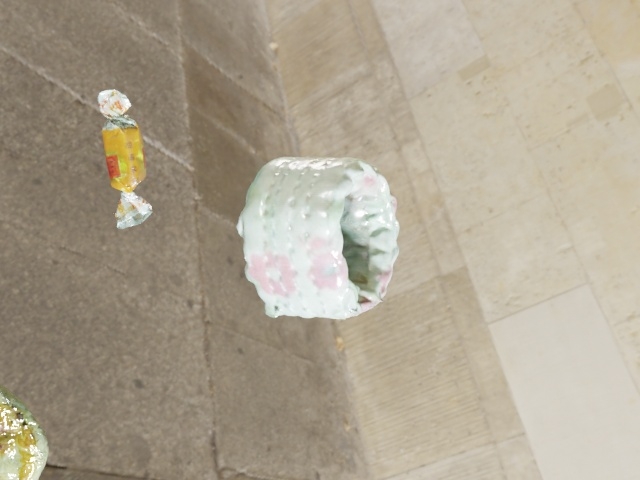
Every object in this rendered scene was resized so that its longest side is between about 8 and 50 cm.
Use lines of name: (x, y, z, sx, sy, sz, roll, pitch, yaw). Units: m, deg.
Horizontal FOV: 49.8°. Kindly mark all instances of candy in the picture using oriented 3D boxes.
candy: (-0.254, -0.106, 0.904, 0.046, 0.053, 0.182, -39, 129, -65)

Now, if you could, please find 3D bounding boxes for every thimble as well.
thimble: (0.000, 0.000, 0.882, 0.185, 0.149, 0.211, 23, 73, -58)

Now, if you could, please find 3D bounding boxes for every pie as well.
pie: (-0.628, 0.357, 1.210, 0.302, 0.302, 0.067, 53, 10, -21)
